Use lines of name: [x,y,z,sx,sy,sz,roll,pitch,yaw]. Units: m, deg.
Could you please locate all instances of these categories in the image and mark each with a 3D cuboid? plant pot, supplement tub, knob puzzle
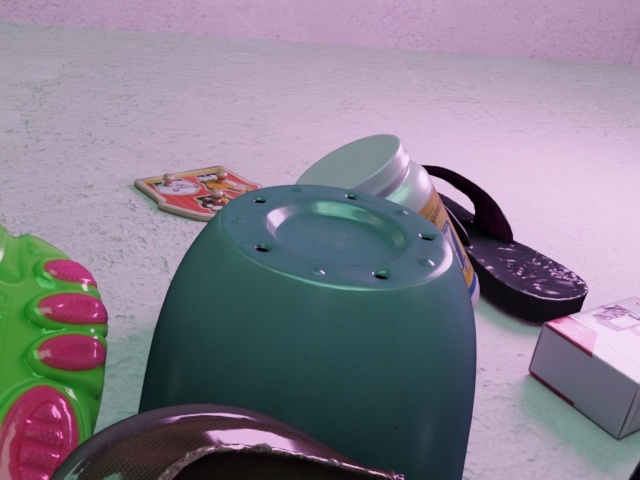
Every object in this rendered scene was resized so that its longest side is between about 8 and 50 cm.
plant pot: [-0.005,0.093,0.612,0.292,0.235,0.293,7,25,-3]
supplement tub: [0.070,0.004,0.783,0.144,0.200,0.144,-24,25,12]
knob puzzle: [-0.166,-0.077,1.148,0.213,0.030,0.213,8,25,-4]

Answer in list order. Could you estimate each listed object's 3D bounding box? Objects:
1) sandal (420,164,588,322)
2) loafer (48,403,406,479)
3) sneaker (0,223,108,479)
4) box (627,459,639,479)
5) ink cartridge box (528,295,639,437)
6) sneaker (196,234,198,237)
sandal: [0.208,-0.034,1.095,0.167,0.107,0.445,-11,32,-37]
loafer: [0.022,0.175,0.394,0.130,0.134,0.365,3,-15,46]
sneaker: [-0.227,0.203,0.404,0.185,0.202,0.483,26,36,-22]
box: [0.404,0.204,0.430,0.293,0.183,0.296,-4,39,-17]
ink cartridge box: [0.346,0.135,0.833,0.175,0.072,0.127,-10,31,-34]
sneaker: [-0.021,0.031,0.849,0.313,0.136,0.116,-12,34,-38]
